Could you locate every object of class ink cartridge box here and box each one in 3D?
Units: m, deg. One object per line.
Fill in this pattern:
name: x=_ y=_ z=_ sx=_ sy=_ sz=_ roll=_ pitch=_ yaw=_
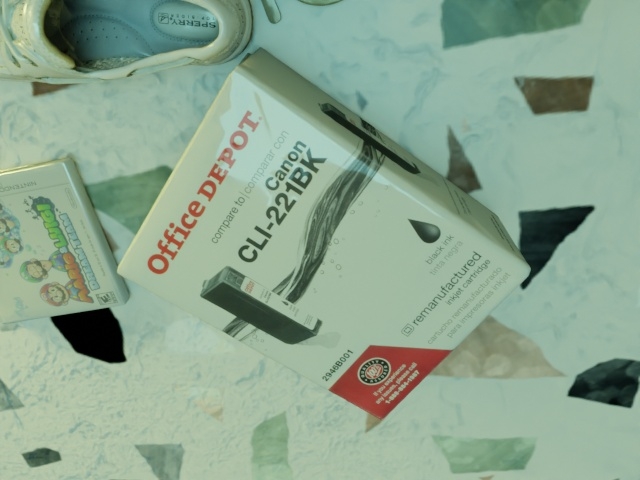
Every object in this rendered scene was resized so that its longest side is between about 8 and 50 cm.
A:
ink cartridge box: x=0.000 y=0.000 z=0.451 sx=0.272 sy=0.114 sz=0.197 roll=32 pitch=113 yaw=-12

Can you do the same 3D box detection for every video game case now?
video game case: x=-0.285 y=0.006 z=0.516 sx=0.143 sy=0.019 sz=0.157 roll=-10 pitch=115 yaw=7

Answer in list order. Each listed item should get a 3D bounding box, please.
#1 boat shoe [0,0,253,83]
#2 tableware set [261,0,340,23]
boat shoe: x=-0.194 y=-0.167 z=0.387 sx=0.276 sy=0.096 sz=0.098 roll=-3 pitch=116 yaw=3
tableware set: x=-0.021 y=-0.267 z=0.365 sx=0.128 sy=0.039 sz=0.194 roll=-21 pitch=113 yaw=12
